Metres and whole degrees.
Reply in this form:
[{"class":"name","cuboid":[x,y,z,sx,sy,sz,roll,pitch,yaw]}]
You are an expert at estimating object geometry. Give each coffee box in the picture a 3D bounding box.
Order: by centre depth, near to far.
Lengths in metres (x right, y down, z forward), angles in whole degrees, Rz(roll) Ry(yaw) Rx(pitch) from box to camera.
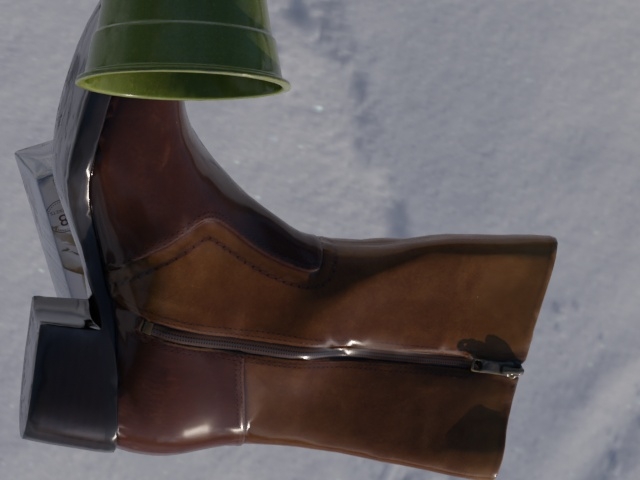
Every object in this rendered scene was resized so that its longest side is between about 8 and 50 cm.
[{"class":"coffee box","cuboid":[-0.161,0.025,1.240,0.141,0.098,0.246,-20,114,-17]}]

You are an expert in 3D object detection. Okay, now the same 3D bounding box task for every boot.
[{"class":"boot","cuboid":[0.000,0.000,0.738,0.280,0.096,0.264,6,100,-17]}]

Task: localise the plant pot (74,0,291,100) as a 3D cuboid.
[{"class":"plant pot","cuboid":[-0.052,-0.098,0.550,0.083,0.083,0.079,3,87,-41]}]
